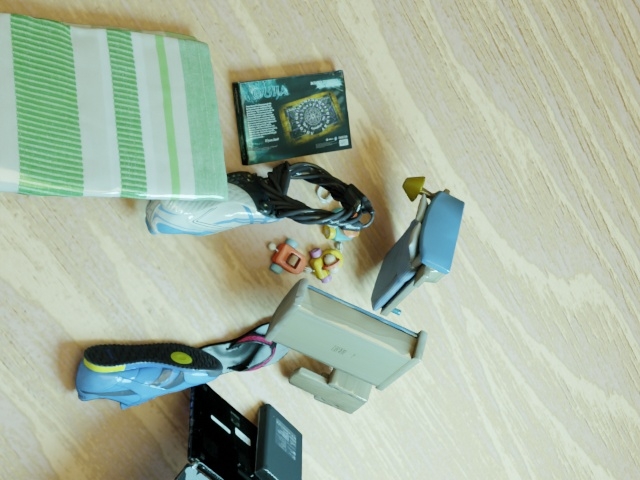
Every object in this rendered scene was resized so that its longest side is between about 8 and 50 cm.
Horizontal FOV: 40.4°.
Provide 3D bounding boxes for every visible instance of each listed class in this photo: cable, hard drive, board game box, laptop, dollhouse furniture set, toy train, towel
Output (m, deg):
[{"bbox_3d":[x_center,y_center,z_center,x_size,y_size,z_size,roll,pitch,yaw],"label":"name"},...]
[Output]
[{"bbox_3d":[-0.016,-0.064,1.285,0.150,0.184,0.047,-8,125,-28],"label":"cable"},{"bbox_3d":[-0.062,0.328,1.338,0.022,0.135,0.094,-31,118,19],"label":"hard drive"},{"bbox_3d":[-0.041,-0.190,1.336,0.186,0.026,0.126,-12,102,-29],"label":"board game box"},{"bbox_3d":[-0.160,0.377,1.262,0.136,0.264,0.234,-32,122,15],"label":"laptop"},{"bbox_3d":[0.053,0.061,1.363,0.198,0.286,0.303,26,56,-8],"label":"dollhouse furniture set"},{"bbox_3d":[0.000,0.000,1.374,0.125,0.046,0.166,41,76,-29],"label":"toy train"},{"bbox_3d":[-0.286,-0.171,1.143,0.325,0.038,0.248,0,75,-32],"label":"towel"}]

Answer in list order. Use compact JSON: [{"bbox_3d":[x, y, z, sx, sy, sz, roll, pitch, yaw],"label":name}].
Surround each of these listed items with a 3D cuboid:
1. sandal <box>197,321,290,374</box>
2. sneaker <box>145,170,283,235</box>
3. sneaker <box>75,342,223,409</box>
[{"bbox_3d":[-0.112,0.173,1.332,0.179,0.040,0.067,-15,103,-29],"label":"sandal"},{"bbox_3d":[-0.149,-0.048,1.270,0.237,0.086,0.085,-4,61,-41],"label":"sneaker"},{"bbox_3d":[-0.245,0.196,1.245,0.209,0.069,0.082,4,113,-29],"label":"sneaker"}]
